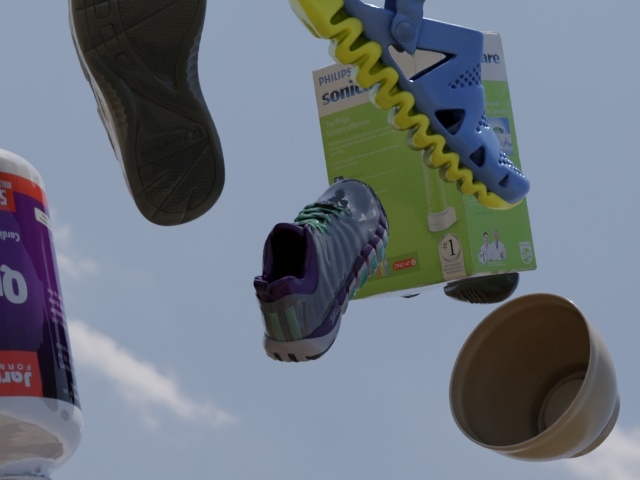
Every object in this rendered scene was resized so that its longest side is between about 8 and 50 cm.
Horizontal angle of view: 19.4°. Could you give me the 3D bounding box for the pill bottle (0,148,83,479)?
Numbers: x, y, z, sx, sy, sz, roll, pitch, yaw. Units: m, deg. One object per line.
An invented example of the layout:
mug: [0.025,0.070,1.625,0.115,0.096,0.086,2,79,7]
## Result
pill bottle: [-0.302,0.092,1.583,0.181,0.323,0.181,-11,-21,-4]

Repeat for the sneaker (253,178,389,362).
sneaker: [0.000,0.000,1.614,0.083,0.223,0.098,-3,-51,20]

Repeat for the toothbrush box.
toothbrush box: [0.119,-0.085,2.185,0.122,0.283,0.206,-5,-7,-45]

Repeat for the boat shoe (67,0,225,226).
boat shoe: [-0.156,-0.167,1.598,0.103,0.118,0.320,46,-27,53]

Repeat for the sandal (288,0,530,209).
sandal: [0.115,-0.166,1.880,0.317,0.138,0.126,50,-2,-15]

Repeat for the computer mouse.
computer mouse: [0.153,0.040,2.322,0.242,0.071,0.041,1,-32,50]

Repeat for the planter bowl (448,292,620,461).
planter bowl: [0.220,0.146,1.800,0.162,0.162,0.109,-3,-30,44]
